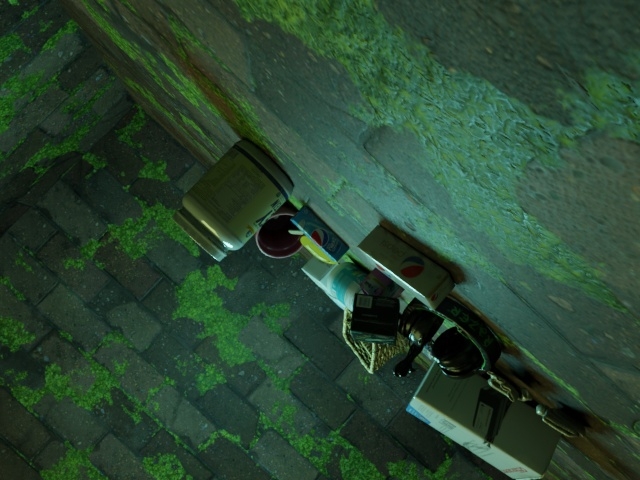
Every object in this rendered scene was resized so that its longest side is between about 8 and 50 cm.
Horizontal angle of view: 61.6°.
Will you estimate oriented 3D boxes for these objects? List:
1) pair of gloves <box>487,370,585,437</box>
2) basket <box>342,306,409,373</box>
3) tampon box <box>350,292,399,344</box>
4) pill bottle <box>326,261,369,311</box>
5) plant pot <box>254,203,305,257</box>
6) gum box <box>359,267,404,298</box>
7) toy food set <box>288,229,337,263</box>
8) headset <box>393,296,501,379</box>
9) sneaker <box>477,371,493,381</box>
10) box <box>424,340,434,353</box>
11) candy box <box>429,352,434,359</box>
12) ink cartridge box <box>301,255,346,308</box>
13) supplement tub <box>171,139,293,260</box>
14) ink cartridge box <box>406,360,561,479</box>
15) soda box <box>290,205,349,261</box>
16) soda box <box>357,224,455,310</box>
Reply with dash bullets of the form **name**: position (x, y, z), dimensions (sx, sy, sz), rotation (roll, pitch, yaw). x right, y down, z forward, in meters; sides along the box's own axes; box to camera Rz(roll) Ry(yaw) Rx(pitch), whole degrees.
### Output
- **pair of gloves**: position (0.525, 0.398, 1.308), dimensions (0.240, 0.042, 0.204), rotation (31, -179, 38)
- **basket**: position (0.201, 0.382, 2.329), dimensions (0.213, 0.223, 0.299), rotation (55, 178, -37)
- **tampon box**: position (0.148, 0.214, 1.435), dimensions (0.121, 0.101, 0.161), rotation (7, 162, 10)
- **pill bottle**: position (0.149, 0.192, 1.943), dimensions (0.264, 0.146, 0.146), rotation (36, 170, 47)
- **plant pot**: position (-0.167, -0.058, 2.109), dimensions (0.201, 0.201, 0.180), rotation (47, -172, -31)
- **gum box**: position (0.181, 0.134, 1.536), dimensions (0.062, 0.107, 0.188), rotation (41, 173, 24)
- **toy food set**: position (0.000, 0.000, 2.004), dimensions (0.128, 0.071, 0.218), rotation (-3, 141, 47)
- **headset**: position (0.293, 0.266, 1.379), dimensions (0.243, 0.185, 0.394), rotation (42, 162, 6)
- **sneaker**: position (0.491, 0.418, 1.718), dimensions (0.221, 0.087, 0.128), rotation (26, 158, 26)
- **box**: position (0.417, 0.419, 2.240), dimensions (0.159, 0.044, 0.233), rotation (42, 174, 19)
- **candy box**: position (0.510, 0.482, 1.973), dimensions (0.159, 0.071, 0.233), rotation (38, 171, 44)
- **ink cartridge box**: position (0.083, 0.212, 2.542), dimensions (0.307, 0.129, 0.223), rotation (47, 173, -26)
- **supplement tub**: position (-0.269, -0.120, 1.646), dimensions (0.235, 0.325, 0.235), rotation (42, 174, 6)
- **ink cartridge box**: position (0.481, 0.540, 1.632), dimensions (0.395, 0.166, 0.285), rotation (30, 160, 15)
- **soda box**: position (-0.003, -0.022, 1.825), dimensions (0.210, 0.067, 0.071), rotation (44, 174, -11)
- **soda box**: position (0.182, 0.055, 1.164), dimensions (0.216, 0.074, 0.069), rotation (38, 172, 40)
